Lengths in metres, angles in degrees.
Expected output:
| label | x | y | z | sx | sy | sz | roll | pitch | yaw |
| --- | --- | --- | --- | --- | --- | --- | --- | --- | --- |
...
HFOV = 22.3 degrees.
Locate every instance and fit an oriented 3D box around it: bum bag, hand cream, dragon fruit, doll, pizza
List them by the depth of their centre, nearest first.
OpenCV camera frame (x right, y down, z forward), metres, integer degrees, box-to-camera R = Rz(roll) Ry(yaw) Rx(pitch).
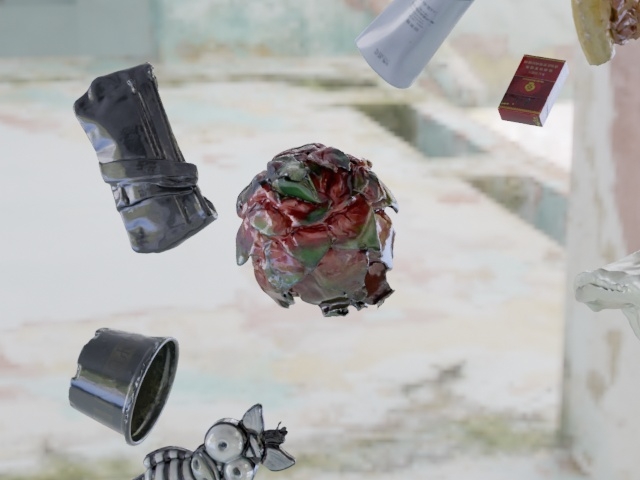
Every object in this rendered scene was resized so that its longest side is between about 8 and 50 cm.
| label | x | y | z | sx | sy | sz | roll | pitch | yaw |
| --- | --- | --- | --- | --- | --- | --- | --- | --- | --- |
| hand cream | 0.120 | -0.249 | 1.695 | 0.048 | 0.079 | 0.255 | -41 | 177 | -40 |
| dragon fruit | -0.002 | -0.009 | 1.722 | 0.182 | 0.188 | 0.182 | 0 | -170 | 0 |
| pizza | 0.393 | -0.351 | 1.879 | 0.182 | 0.365 | 0.074 | 29 | -142 | 5 |
| doll | -0.137 | 0.269 | 1.915 | 0.219 | 0.091 | 0.067 | -28 | -179 | 10 |
| bum bag | -0.225 | -0.104 | 2.076 | 0.123 | 0.248 | 0.060 | -25 | 160 | 7 |

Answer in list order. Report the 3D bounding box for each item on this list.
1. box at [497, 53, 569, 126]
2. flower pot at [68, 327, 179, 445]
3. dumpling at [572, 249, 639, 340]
| label | x | y | z | sx | sy | sz | roll | pitch | yaw |
| --- | --- | --- | --- | --- | --- | --- | --- | --- | --- |
| box | 0.235 | -0.165 | 1.790 | 0.051 | 0.023 | 0.082 | 13 | -120 | 30 |
| flower pot | -0.269 | 0.187 | 2.184 | 0.107 | 0.157 | 0.157 | 18 | -161 | 11 |
| dumpling | 0.453 | 0.079 | 1.589 | 0.395 | 0.233 | 0.315 | 19 | 177 | -4 |
